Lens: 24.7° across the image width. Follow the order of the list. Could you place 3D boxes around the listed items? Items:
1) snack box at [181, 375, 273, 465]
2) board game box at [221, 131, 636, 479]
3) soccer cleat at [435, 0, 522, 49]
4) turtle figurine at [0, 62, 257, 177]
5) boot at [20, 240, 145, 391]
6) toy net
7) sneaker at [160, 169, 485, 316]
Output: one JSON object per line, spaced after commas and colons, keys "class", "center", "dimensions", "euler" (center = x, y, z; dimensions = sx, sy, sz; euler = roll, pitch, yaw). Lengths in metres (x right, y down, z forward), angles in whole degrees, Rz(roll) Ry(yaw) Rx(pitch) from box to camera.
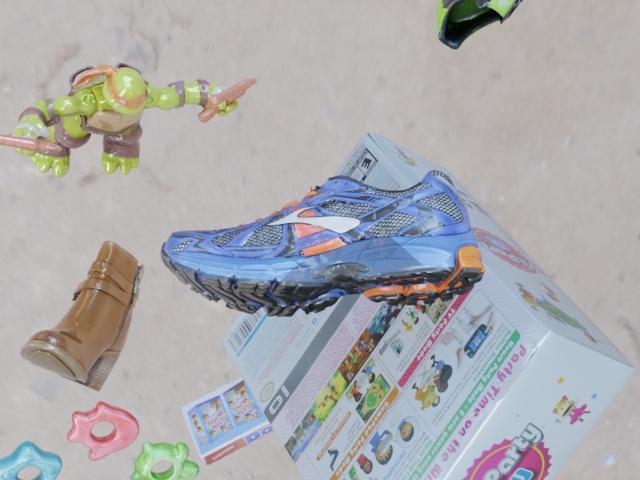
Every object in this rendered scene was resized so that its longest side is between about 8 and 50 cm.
{"class": "snack box", "center": [-0.047, 0.151, 1.434], "dimensions": [0.178, 0.022, 0.064], "euler": [-28, 54, 1]}
{"class": "board game box", "center": [0.066, 0.086, 1.111], "dimensions": [0.224, 0.097, 0.303], "euler": [-56, 35, 15]}
{"class": "soccer cleat", "center": [0.162, -0.221, 1.196], "dimensions": [0.060, 0.179, 0.072], "euler": [33, 41, -21]}
{"class": "turtle figurine", "center": [-0.210, -0.117, 1.358], "dimensions": [0.270, 0.217, 0.087], "euler": [-16, 84, -24]}
{"class": "boot", "center": [-0.246, 0.071, 1.542], "dimensions": [0.073, 0.197, 0.152], "euler": [20, 80, 8]}
{"class": "toy net", "center": [-0.190, 0.143, 0.898], "dimensions": [0.232, 0.045, 0.122], "euler": [28, 102, -26]}
{"class": "sneaker", "center": [0.000, 0.000, 1.003], "dimensions": [0.221, 0.083, 0.087], "euler": [-3, 68, 5]}
